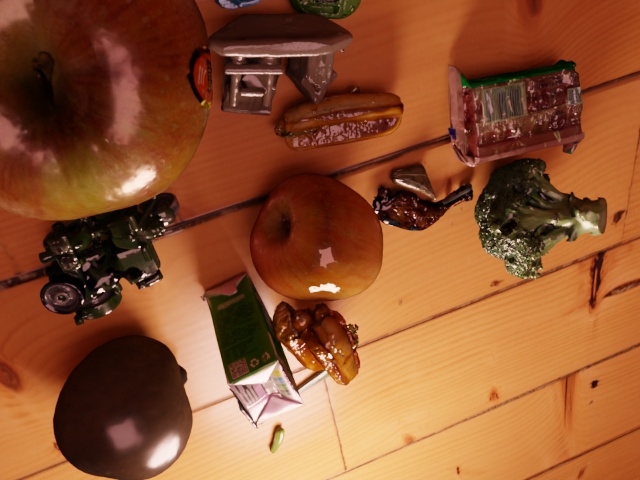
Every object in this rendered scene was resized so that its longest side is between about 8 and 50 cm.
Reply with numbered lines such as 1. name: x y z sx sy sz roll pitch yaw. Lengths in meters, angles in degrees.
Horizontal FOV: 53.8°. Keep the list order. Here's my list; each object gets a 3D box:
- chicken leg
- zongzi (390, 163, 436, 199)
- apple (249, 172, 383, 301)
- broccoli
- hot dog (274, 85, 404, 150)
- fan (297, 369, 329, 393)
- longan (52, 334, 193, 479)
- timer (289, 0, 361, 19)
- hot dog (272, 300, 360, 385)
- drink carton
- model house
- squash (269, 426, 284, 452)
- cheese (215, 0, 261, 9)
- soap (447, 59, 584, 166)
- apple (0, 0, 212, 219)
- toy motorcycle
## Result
1. chicken leg: 0.220 -0.073 1.361 0.253 0.051 0.106 -8 120 -23
2. zongzi: 0.190 -0.112 1.302 0.076 0.083 0.040 -15 166 -11
3. apple: 0.000 0.000 1.210 0.241 0.242 0.242 21 112 -47
4. broccoli: 0.462 -0.048 1.345 0.270 0.270 0.270 -12 104 -60
5. hot dog: 0.034 -0.227 1.160 0.250 0.076 0.104 -12 145 -12
6. fan: -0.043 0.368 1.562 0.193 0.016 0.038 -35 131 1
7. longan: -0.374 0.335 1.255 0.300 0.243 0.300 -41 141 -44
8. timer: 0.013 -0.432 1.023 0.127 0.047 0.140 -3 123 -22
9. hot dog: 0.008 0.209 1.329 0.117 0.158 0.349 -61 158 -16
10. drink carton: -0.138 0.212 1.248 0.108 0.271 0.161 -25 130 -4
11. model house: -0.076 -0.279 1.028 0.229 0.122 0.188 -8 147 -18
12. squash: -0.111 0.517 1.627 0.027 0.027 0.089 2 123 -25
13. cheese: -0.087 -0.469 0.962 0.106 0.037 0.256 21 110 -35
14. soap: 0.391 -0.260 1.261 0.273 0.098 0.218 -14 112 -16
15. apple: -0.335 -0.227 0.843 0.400 0.333 0.401 -3 110 -7
16. toy motorcycle: -0.365 0.032 1.119 0.275 0.127 0.205 -19 125 -7
